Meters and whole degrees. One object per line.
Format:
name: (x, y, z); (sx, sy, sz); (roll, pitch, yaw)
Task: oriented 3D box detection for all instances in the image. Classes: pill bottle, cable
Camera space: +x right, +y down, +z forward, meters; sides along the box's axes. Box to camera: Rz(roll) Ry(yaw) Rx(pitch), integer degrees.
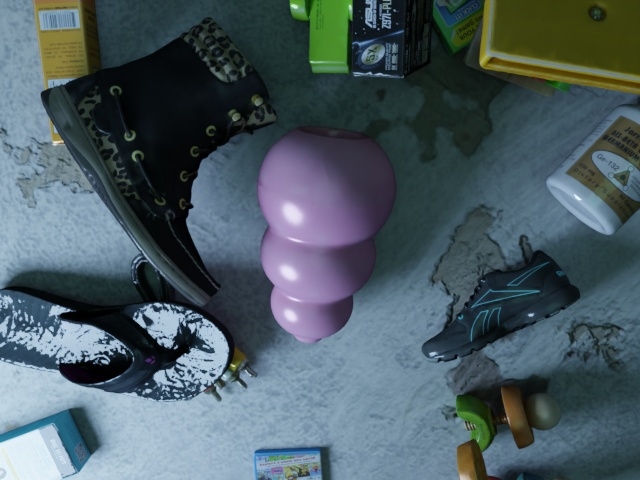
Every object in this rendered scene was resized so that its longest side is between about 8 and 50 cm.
pill bottle: (0.470, -0.131, 0.942); (0.131, 0.131, 0.229); (41, 98, -5)
cable: (-0.236, 0.154, 1.060); (0.139, 0.072, 0.287); (-38, 84, 24)

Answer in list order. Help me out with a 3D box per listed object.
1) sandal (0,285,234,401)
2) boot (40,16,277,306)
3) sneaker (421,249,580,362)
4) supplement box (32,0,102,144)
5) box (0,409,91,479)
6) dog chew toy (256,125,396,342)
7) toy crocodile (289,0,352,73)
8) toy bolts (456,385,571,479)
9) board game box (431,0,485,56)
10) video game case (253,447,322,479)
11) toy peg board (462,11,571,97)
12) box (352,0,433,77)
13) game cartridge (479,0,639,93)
sandal: (-0.361, 0.175, 0.994); (0.446, 0.107, 0.167); (5, 100, 10)
boot: (-0.188, -0.122, 0.923); (0.284, 0.138, 0.377); (-35, 91, -13)
sneaker: (0.279, 0.114, 1.020); (0.267, 0.101, 0.106); (-28, 76, 6)
supplement box: (-0.385, -0.267, 0.969); (0.080, 0.078, 0.233); (-2, 100, -2)
box: (-0.540, 0.389, 1.087); (0.244, 0.060, 0.100); (-21, 98, 5)
dog chew toy: (0.000, 0.000, 0.948); (0.207, 0.206, 0.331); (7, 107, 0)
toy crocodile: (0.018, -0.423, 0.927); (0.115, 0.105, 0.340); (0, 103, 17)
toy bolts: (0.321, 0.367, 0.989); (0.159, 0.218, 0.228); (-15, 102, 18)
board game box: (0.282, -0.457, 0.938); (0.317, 0.046, 0.213); (-32, 96, 6)
video game case: (-0.054, 0.451, 1.109); (0.119, 0.015, 0.166); (-3, 99, 2)
toy peg board: (0.323, -0.305, 0.911); (0.161, 0.079, 0.161); (16, 111, -16)
box: (0.106, -0.334, 0.883); (0.078, 0.147, 0.180); (10, 117, 22)
game cartridge: (0.370, -0.368, 0.851); (0.286, 0.052, 0.323); (9, 77, -3)
